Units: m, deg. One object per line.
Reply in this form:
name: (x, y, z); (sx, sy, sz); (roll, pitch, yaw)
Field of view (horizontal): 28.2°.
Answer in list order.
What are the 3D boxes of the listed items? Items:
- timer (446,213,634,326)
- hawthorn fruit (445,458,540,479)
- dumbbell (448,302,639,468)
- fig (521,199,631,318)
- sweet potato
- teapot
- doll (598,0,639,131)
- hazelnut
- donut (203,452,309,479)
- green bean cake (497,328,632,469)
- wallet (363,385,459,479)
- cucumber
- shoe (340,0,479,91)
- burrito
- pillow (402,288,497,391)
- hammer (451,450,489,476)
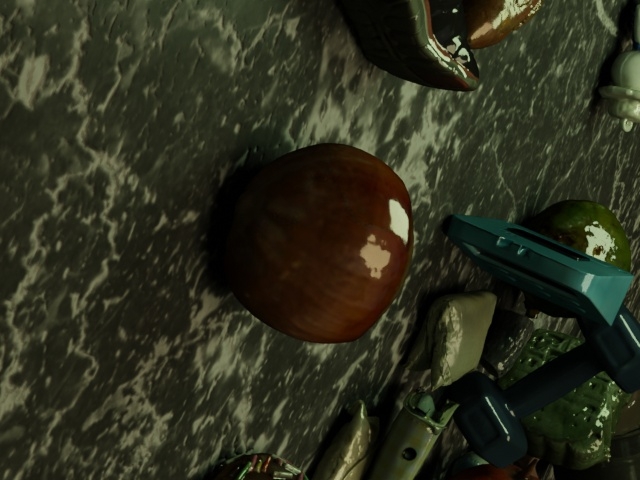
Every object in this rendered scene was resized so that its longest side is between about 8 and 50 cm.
timer: (0.310, 0.041, 1.838); (0.250, 0.232, 0.091); (11, 103, -62)
hawthorn fruit: (0.275, 0.454, 2.067); (0.262, 0.210, 0.210); (-46, 155, 9)
dumbbell: (0.364, 0.221, 2.000); (0.325, 0.144, 0.160); (-32, 143, 13)
fig: (0.391, 0.045, 2.083); (0.195, 0.195, 0.245); (-45, 180, -37)
sweet potato: (0.252, -0.346, 1.586); (0.385, 0.109, 0.109); (-48, 148, -42)
teapot: (0.576, 0.400, 2.587); (0.376, 0.305, 0.362); (-30, 134, -7)
doll: (0.549, -0.324, 2.134); (0.138, 0.119, 0.293); (15, 91, -55)
hazelnut: (0.000, 0.000, 1.307); (0.214, 0.176, 0.214); (-6, 100, -34)
donut: (-0.093, 0.379, 1.500); (0.269, 0.103, 0.270); (-39, 140, -43)
green bean cake: (0.426, 0.281, 2.237); (0.227, 0.222, 0.125); (-54, 151, -32)
wallet: (0.086, 0.361, 1.785); (0.309, 0.077, 0.223); (-63, 174, 8)
cucumber: (0.305, 0.171, 2.109); (0.112, 0.064, 0.064); (-59, 152, -12)
shoe: (0.105, -0.265, 1.372); (0.137, 0.114, 0.291); (-65, 150, -16)
burrito: (0.008, 0.345, 1.703); (0.082, 0.059, 0.275); (42, 72, -47)
pillow: (0.201, 0.140, 1.879); (0.181, 0.078, 0.134); (-7, 116, -61)
hammer: (0.251, 0.455, 2.236); (0.116, 0.069, 0.194); (-6, 124, -61)
